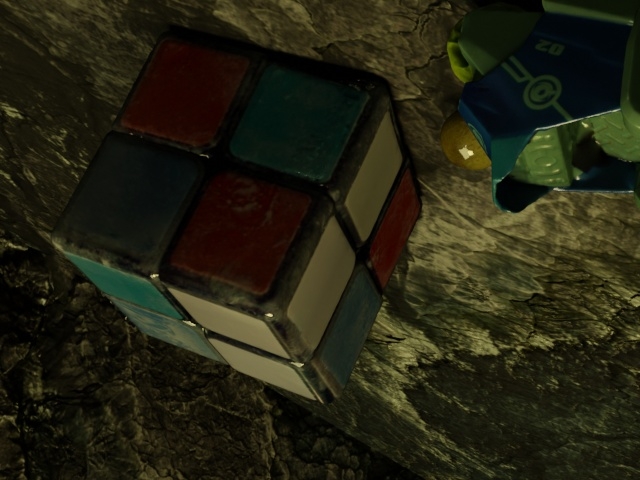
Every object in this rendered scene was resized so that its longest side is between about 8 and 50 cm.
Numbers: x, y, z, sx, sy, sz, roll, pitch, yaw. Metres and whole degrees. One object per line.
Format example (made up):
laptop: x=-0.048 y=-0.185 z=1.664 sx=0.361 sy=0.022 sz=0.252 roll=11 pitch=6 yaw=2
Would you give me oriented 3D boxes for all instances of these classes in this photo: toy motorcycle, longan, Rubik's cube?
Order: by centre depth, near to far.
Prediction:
toy motorcycle: x=0.249 y=-0.106 z=1.035 sx=0.326 sy=0.200 sz=0.191 roll=13 pitch=159 yaw=25
longan: x=0.174 y=-0.116 z=1.311 sx=0.083 sy=0.075 sz=0.075 roll=-30 pitch=138 yaw=14
Rubik's cube: x=-0.085 y=-0.026 z=1.466 sx=0.318 sy=0.313 sz=0.316 roll=18 pitch=160 yaw=20
